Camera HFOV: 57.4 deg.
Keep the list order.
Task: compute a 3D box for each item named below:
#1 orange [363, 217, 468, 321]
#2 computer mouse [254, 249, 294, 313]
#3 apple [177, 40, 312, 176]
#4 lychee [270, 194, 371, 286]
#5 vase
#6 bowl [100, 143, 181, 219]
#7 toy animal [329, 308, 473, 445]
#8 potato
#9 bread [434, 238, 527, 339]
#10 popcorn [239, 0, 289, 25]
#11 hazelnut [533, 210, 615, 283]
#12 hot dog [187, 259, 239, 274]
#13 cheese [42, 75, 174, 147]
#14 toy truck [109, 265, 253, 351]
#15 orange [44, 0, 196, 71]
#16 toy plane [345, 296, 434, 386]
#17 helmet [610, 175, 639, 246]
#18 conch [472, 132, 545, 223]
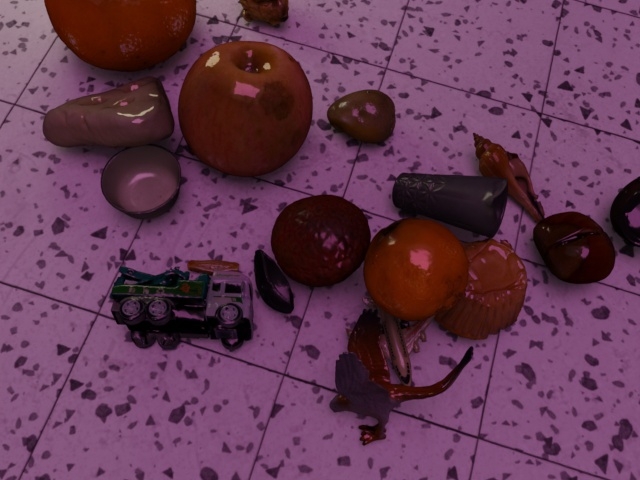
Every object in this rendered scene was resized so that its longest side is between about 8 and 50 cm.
[{"bbox_3d":[0.220,0.067,1.361,0.246,0.246,0.246,1,68,-3],"label":"orange"},{"bbox_3d":[-0.131,0.111,1.492,0.062,0.105,0.192,-23,66,-25],"label":"computer mouse"},{"bbox_3d":[-0.200,-0.357,1.563,0.364,0.364,0.363,1,68,-3],"label":"apple"},{"bbox_3d":[0.000,0.000,1.486,0.255,0.300,0.255,-2,104,-7],"label":"lychee"},{"bbox_3d":[0.351,-0.107,1.561,0.301,0.251,0.156,14,90,30],"label":"vase"},{"bbox_3d":[-0.472,-0.145,1.574,0.212,0.112,0.211,2,68,-4],"label":"bowl"},{"bbox_3d":[0.176,0.343,1.362,0.284,0.225,0.301,14,110,8],"label":"toy animal"},{"bbox_3d":[0.118,-0.361,1.692,0.194,0.157,0.157,6,67,13],"label":"potato"},{"bbox_3d":[0.398,0.117,1.503,0.274,0.149,0.274,2,61,-4],"label":"bread"},{"bbox_3d":[-0.179,-0.766,1.819,0.163,0.194,0.140,0,53,42],"label":"popcorn"},{"bbox_3d":[0.679,0.015,1.545,0.181,0.181,0.212,-25,60,8],"label":"hazelnut"},{"bbox_3d":[-0.283,0.073,1.541,0.137,0.028,0.044,3,42,-5],"label":"hot dog"},{"bbox_3d":[-0.555,-0.314,1.553,0.351,0.129,0.328,-23,34,-15],"label":"cheese"},{"bbox_3d":[-0.340,0.158,1.432,0.364,0.176,0.177,5,55,0],"label":"toy truck"},{"bbox_3d":[-0.573,-0.698,1.679,0.424,0.326,0.423,1,67,-2],"label":"orange"},{"bbox_3d":[0.186,0.244,1.460,0.229,0.092,0.244,-15,75,4],"label":"toy plane"},{"bbox_3d":[0.896,-0.078,1.585,0.189,0.193,0.216,36,82,8],"label":"helmet"},{"bbox_3d":[0.533,-0.174,1.669,0.109,0.093,0.330,-37,95,-34],"label":"conch"}]
